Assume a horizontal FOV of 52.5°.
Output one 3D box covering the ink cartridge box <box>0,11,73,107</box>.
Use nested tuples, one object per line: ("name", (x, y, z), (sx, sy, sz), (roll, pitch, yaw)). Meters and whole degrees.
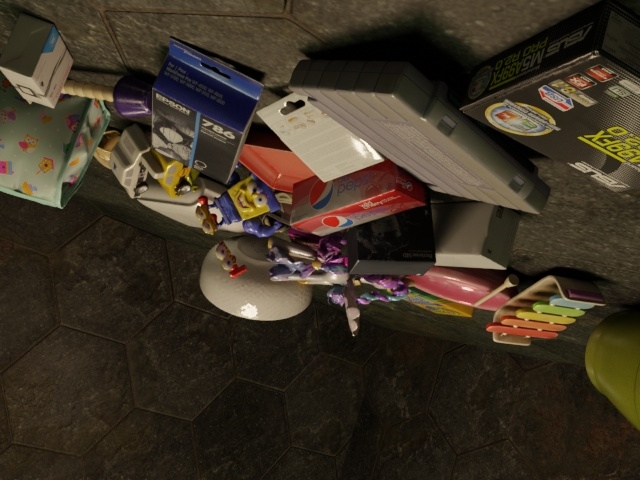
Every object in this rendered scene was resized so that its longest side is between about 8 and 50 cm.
("ink cartridge box", (-0.494, -0.307, 1.149), (0.060, 0.104, 0.180), (18, 170, -5))

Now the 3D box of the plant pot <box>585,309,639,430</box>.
("plant pot", (0.817, 0.306, 1.507), (0.366, 0.366, 0.353), (20, -179, -10))

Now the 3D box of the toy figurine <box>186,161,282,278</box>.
("toy figurine", (-0.192, -0.120, 1.529), (0.362, 0.217, 0.191), (64, 178, -6))

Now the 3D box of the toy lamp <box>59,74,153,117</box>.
("toy lamp", (-0.417, -0.282, 1.225), (0.275, 0.080, 0.080), (16, 169, 25))

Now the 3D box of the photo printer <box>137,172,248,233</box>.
("photo printer", (-0.343, -0.105, 1.875), (0.308, 0.107, 0.256), (9, 167, 39))

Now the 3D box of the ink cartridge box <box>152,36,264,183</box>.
("ink cartridge box", (-0.208, -0.208, 1.132), (0.165, 0.065, 0.332), (26, 160, -6))

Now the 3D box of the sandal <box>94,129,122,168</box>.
("sandal", (-0.513, -0.233, 1.584), (0.079, 0.088, 0.240), (18, 166, 33))

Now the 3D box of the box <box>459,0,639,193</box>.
("box", (0.331, -0.141, 0.730), (0.270, 0.060, 0.216), (23, 168, -20))

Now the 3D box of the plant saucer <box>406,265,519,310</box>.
("plant saucer", (0.391, 0.108, 1.791), (0.332, 0.084, 0.332), (17, 168, 4))

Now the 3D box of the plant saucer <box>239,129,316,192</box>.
("plant saucer", (-0.040, -0.152, 1.319), (0.258, 0.047, 0.259), (13, 168, 26))

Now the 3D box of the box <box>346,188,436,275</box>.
("box", (0.135, -0.018, 1.271), (0.156, 0.158, 0.093), (1, 160, -10))

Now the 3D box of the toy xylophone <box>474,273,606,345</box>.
("toy xylophone", (0.523, 0.168, 1.601), (0.236, 0.081, 0.322), (5, 152, -9))

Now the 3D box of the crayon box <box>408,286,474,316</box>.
("crayon box", (0.371, 0.177, 2.164), (0.323, 0.083, 0.203), (23, 168, -23))

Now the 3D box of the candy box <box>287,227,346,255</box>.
("candy box", (0.000, 0.000, 1.927), (0.159, 0.071, 0.233), (17, 168, 8))

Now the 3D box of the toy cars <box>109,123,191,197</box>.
("toy cars", (-0.390, -0.171, 1.440), (0.087, 0.176, 0.394), (-23, -163, -36))

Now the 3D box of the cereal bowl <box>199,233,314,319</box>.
("cereal bowl", (-0.178, 0.079, 1.887), (0.339, 0.141, 0.339), (8, -152, -5))

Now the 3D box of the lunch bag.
("lunch bag", (-0.600, -0.212, 1.370), (0.223, 0.262, 0.160), (18, 169, -4))

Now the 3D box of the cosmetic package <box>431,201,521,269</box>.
("cosmetic package", (0.280, -0.010, 1.312), (0.085, 0.117, 0.231), (25, 169, -31))

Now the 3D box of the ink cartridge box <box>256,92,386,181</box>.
("ink cartridge box", (0.005, -0.182, 1.066), (0.145, 0.045, 0.179), (-16, 129, 43))

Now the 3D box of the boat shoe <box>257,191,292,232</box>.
("boat shoe", (-0.116, -0.068, 1.726), (0.103, 0.092, 0.285), (24, 168, -25))

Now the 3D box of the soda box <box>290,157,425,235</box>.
("soda box", (0.062, -0.085, 1.171), (0.083, 0.092, 0.263), (20, 154, -39))

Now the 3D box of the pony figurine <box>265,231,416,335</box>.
("pony figurine", (0.050, 0.072, 1.656), (0.364, 0.302, 0.351), (10, 177, 16))

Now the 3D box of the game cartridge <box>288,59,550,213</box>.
("game cartridge", (0.151, -0.146, 0.920), (0.355, 0.068, 0.230), (28, 172, -39))
